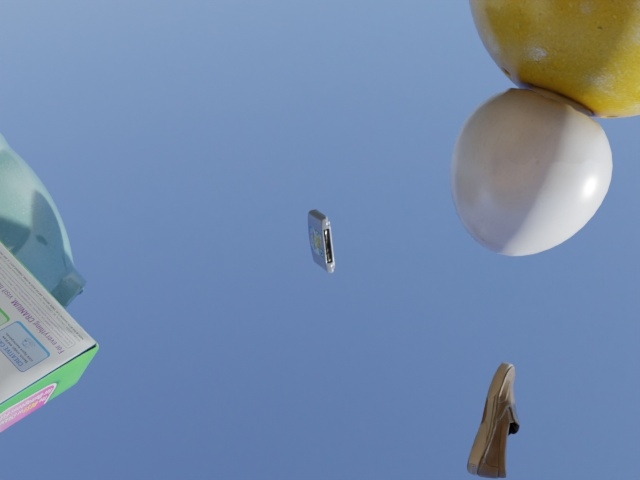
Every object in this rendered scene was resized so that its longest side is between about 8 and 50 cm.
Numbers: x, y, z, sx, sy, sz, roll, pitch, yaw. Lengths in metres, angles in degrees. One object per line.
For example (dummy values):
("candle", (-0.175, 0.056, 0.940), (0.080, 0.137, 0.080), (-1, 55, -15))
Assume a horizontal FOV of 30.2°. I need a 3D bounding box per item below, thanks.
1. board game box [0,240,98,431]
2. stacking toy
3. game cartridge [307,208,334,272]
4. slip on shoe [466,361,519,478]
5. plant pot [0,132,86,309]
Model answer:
("board game box", (-0.373, 0.084, 0.949), (0.242, 0.064, 0.316), (45, -140, 10))
("stacking toy", (0.213, -0.216, 0.869), (0.350, 0.480, 0.350), (26, -179, 0))
("game cartridge", (0.000, 0.000, 1.694), (0.017, 0.083, 0.056), (-13, -159, -17))
("slip on shoe", (0.193, 0.192, 1.265), (0.041, 0.051, 0.135), (12, -129, 17))
("plant pot", (-0.383, 0.048, 1.293), (0.293, 0.196, 0.293), (-46, -172, 8))
